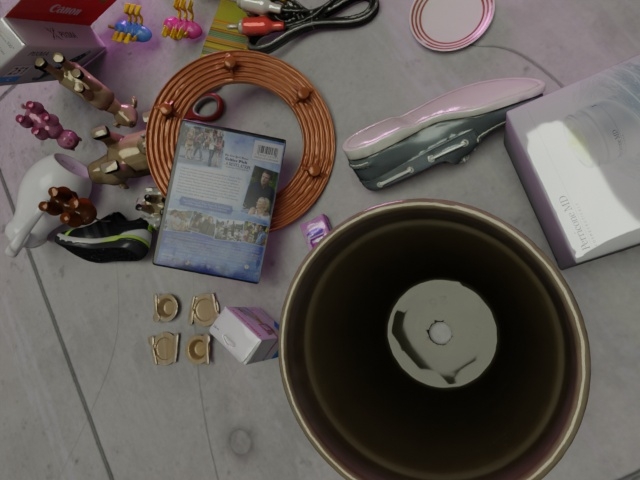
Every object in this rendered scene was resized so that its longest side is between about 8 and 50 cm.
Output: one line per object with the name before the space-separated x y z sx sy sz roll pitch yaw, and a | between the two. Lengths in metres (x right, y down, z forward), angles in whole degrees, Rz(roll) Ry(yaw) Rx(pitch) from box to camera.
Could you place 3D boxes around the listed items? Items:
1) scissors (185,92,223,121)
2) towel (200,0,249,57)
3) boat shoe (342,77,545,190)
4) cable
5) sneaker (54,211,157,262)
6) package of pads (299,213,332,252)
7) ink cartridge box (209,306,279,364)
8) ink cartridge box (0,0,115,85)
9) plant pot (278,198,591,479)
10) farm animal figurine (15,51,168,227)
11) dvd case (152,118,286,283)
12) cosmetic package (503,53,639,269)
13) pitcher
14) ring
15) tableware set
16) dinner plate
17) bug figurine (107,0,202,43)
scissors | -0.327 -0.256 0.973 0.297 0.021 0.109 -23 84 19
towel | -0.162 -0.468 0.943 0.102 0.021 0.237 20 89 16
boat shoe | 0.199 -0.170 0.745 0.320 0.116 0.099 -19 120 10
cable | -0.041 -0.417 0.855 0.287 0.072 0.139 8 84 19
sneaker | -0.440 -0.011 0.963 0.235 0.084 0.097 2 61 19
package of pads | 0.000 0.000 0.811 0.050 0.032 0.083 -25 75 18
ink cartridge box | -0.117 0.159 0.783 0.088 0.122 0.052 37 96 20
ink cartridge box | -0.527 -0.417 0.929 0.261 0.296 0.066 -30 108 15
plant pot | 0.148 0.131 0.606 0.323 0.280 0.323 -3 81 20
farm animal figurine | -0.397 -0.185 0.908 0.327 0.172 0.330 1 88 3
dvd case | -0.170 -0.066 0.780 0.181 0.022 0.252 11 88 -4
cosmetic package | 0.401 -0.104 0.623 0.225 0.138 0.224 -23 75 17
pitcher | -0.580 -0.070 0.966 0.207 0.125 0.177 -50 30 10
ring | -0.139 -0.174 0.812 0.337 0.032 0.336 0 87 -5
tableware set | -0.267 0.172 0.892 0.169 0.020 0.141 -4 81 20
dinner plate | 0.224 -0.389 0.790 0.141 0.017 0.141 -3 82 21
bug figurine | -0.325 -0.519 0.980 0.216 0.072 0.278 20 85 15
